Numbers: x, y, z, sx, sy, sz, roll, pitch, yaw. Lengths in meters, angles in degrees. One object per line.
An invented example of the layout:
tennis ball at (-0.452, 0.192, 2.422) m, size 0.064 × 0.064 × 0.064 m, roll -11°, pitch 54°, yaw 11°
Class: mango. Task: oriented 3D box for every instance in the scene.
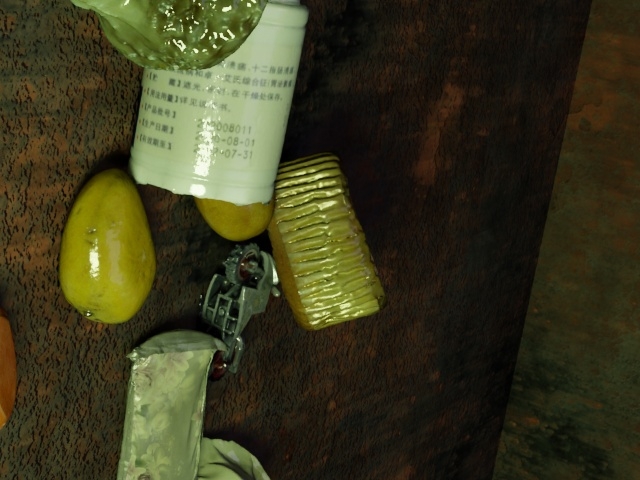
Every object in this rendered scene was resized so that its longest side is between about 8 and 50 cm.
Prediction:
mango at (-0.121, -0.107, 2.167) m, size 0.136 × 0.099 × 0.227 m, roll -30°, pitch 123°, yaw -49°
mango at (-0.261, 0.007, 1.958) m, size 0.137 × 0.098 × 0.195 m, roll -14°, pitch 109°, yaw -58°

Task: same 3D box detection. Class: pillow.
pillow at (-0.220, 0.241, 2.208) m, size 0.169 × 0.059 × 0.255 m, roll -6°, pitch 112°, yaw -45°

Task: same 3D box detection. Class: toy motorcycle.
toy motorcycle at (-0.121, 0.097, 2.311) m, size 0.122 × 0.080 × 0.215 m, roll -9°, pitch 118°, yaw -59°

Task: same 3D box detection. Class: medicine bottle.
medicine bottle at (-0.121, -0.225, 1.985) m, size 0.190 × 0.190 × 0.332 m, roll -9°, pitch 113°, yaw -62°

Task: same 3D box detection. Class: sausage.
sausage at (-0.385, 0.140, 1.797) m, size 0.089 × 0.089 × 0.179 m, roll -22°, pitch 115°, yaw -58°

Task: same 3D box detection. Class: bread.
bread at (0.000, 0.000, 2.310) m, size 0.227 × 0.142 × 0.253 m, roll -65°, pitch 137°, yaw -82°

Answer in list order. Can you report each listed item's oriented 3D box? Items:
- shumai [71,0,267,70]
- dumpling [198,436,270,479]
shumai at (-0.197, -0.301, 1.777) m, size 0.218 × 0.256 × 0.189 m, roll 12°, pitch 59°, yaw -39°
dumpling at (-0.160, 0.372, 2.353) m, size 0.216 × 0.126 × 0.166 m, roll -20°, pitch 96°, yaw -25°
